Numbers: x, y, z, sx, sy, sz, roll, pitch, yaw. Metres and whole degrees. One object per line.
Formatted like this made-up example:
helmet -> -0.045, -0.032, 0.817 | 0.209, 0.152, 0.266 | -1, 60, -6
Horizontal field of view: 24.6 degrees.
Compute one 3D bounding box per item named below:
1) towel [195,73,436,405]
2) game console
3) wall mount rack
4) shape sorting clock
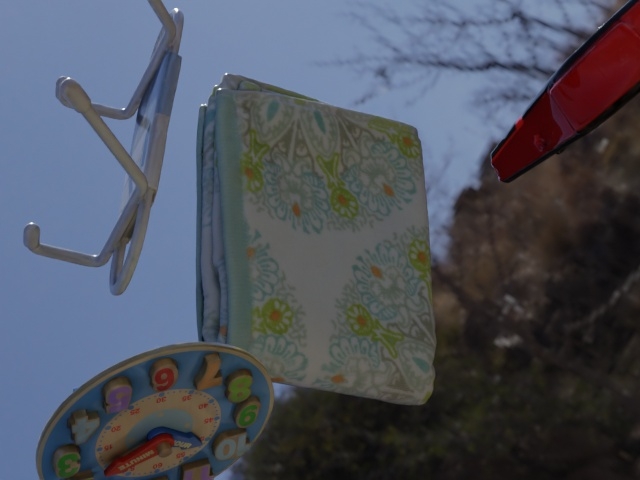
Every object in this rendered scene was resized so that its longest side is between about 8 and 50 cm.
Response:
towel -> 0.000, 0.000, 1.795 | 0.320, 0.090, 0.375 | 12, -114, -32
game console -> 0.315, -0.203, 1.234 | 0.386, 0.060, 0.342 | -41, -5, -8
wall mount rack -> -0.212, -0.135, 1.485 | 0.304, 0.130, 0.350 | 126, 154, -53
shape sorting clock -> -0.134, 0.160, 1.216 | 0.206, 0.040, 0.206 | -19, -36, -14
